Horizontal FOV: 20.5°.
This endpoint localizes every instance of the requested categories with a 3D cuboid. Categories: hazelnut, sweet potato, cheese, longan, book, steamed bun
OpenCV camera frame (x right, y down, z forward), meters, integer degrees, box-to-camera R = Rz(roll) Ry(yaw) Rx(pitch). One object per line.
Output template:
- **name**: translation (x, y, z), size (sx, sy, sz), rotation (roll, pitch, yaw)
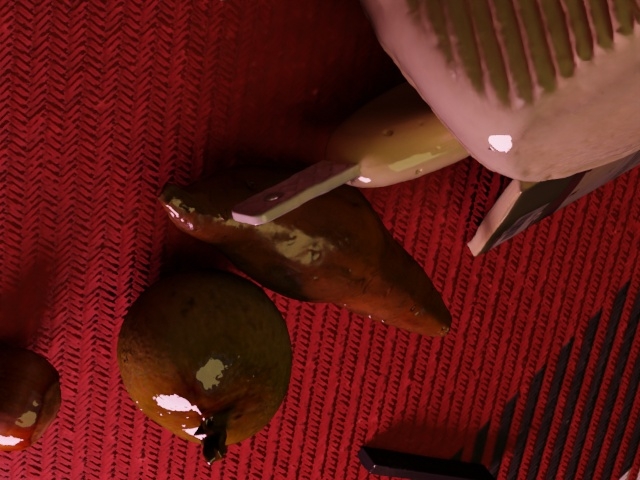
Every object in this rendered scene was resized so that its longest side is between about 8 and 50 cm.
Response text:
- **hazelnut**: translation (-0.254, 0.130, 1.449), size (0.086, 0.086, 0.086), rotation (-20, 133, -23)
- **sweet potato**: translation (-0.004, -0.003, 1.499), size (0.359, 0.112, 0.112), rotation (19, 111, -46)
- **cheese**: translation (0.035, -0.066, 1.432), size (0.255, 0.127, 0.050), rotation (-30, 118, -35)
- **longan**: translation (-0.095, 0.105, 1.474), size (0.155, 0.176, 0.145), rotation (16, 136, -26)
- **book**: translation (0.275, -0.084, 1.628), size (0.289, 0.026, 0.201), rotation (-29, 167, -16)
- **steamed bun**: translation (0.198, -0.189, 1.381), size (0.273, 0.290, 0.272), rotation (-38, 146, 23)

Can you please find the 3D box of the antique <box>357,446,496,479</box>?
- **antique**: translation (0.114, 0.238, 1.833), size (0.192, 0.031, 0.015), rotation (14, 114, -43)
